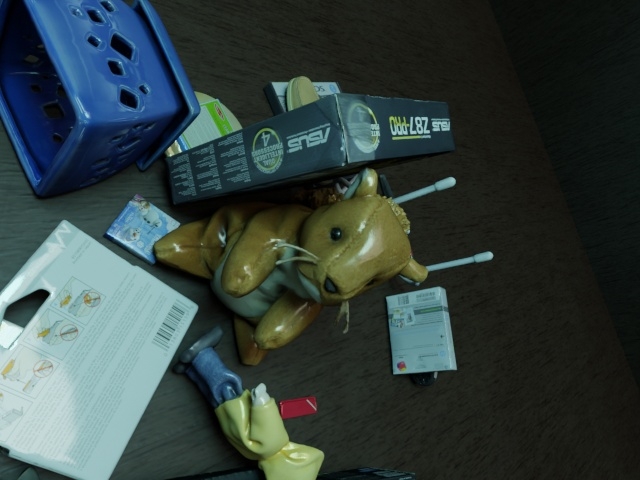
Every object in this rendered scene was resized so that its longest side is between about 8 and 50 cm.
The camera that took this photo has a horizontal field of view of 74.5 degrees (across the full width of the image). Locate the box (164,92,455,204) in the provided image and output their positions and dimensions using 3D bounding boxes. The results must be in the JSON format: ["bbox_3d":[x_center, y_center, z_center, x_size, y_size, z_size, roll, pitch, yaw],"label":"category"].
[{"bbox_3d":[-0.021,-0.147,0.721,0.318,0.395,0.097,-15,97,-49],"label":"box"}]

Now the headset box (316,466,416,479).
[{"bbox_3d":[0.047,0.553,0.703,0.246,0.131,0.283,15,64,-36],"label":"headset box"}]

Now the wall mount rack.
[{"bbox_3d":[0.191,-0.036,0.936,0.130,0.304,0.350,-44,119,-10],"label":"wall mount rack"}]

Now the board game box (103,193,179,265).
[{"bbox_3d":[-0.301,-0.019,0.716,0.090,0.020,0.090,39,52,-24],"label":"board game box"}]

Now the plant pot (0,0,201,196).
[{"bbox_3d":[-0.333,-0.226,0.636,0.212,0.236,0.236,-23,88,-50],"label":"plant pot"}]

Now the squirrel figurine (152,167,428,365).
[{"bbox_3d":[0.000,0.000,0.719,0.397,0.370,0.281,-39,102,-46],"label":"squirrel figurine"}]

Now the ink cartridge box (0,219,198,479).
[{"bbox_3d":[-0.332,0.150,0.577,0.239,0.060,0.275,42,50,-27],"label":"ink cartridge box"}]

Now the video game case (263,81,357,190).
[{"bbox_3d":[0.008,-0.277,1.077,0.248,0.035,0.275,-21,86,-44],"label":"video game case"}]

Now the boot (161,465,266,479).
[{"bbox_3d":[-0.170,0.443,0.585,0.246,0.094,0.207,18,58,-42],"label":"boot"}]

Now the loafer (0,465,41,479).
[{"bbox_3d":[-0.372,0.290,0.482,0.267,0.096,0.084,32,48,-24],"label":"loafer"}]

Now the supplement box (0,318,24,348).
[{"bbox_3d":[-0.425,0.130,0.536,0.098,0.036,0.062,37,53,-24],"label":"supplement box"}]

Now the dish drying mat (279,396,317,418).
[{"bbox_3d":[-0.042,0.320,0.807,0.083,0.008,0.032,8,68,-38],"label":"dish drying mat"}]

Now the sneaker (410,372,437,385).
[{"bbox_3d":[0.266,0.240,1.053,0.097,0.084,0.235,12,65,-38],"label":"sneaker"}]

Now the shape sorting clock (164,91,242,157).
[{"bbox_3d":[-0.226,-0.196,0.839,0.206,0.040,0.206,14,69,-41],"label":"shape sorting clock"}]

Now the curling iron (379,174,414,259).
[{"bbox_3d":[0.204,-0.057,1.155,0.068,0.035,0.274,3,71,-40],"label":"curling iron"}]

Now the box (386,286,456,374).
[{"bbox_3d":[0.233,0.214,0.991,0.038,0.145,0.186,24,56,-48],"label":"box"}]

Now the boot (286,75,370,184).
[{"bbox_3d":[0.032,-0.279,0.933,0.095,0.203,0.262,-8,80,-43],"label":"boot"}]

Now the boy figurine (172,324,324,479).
[{"bbox_3d":[-0.104,0.268,0.646,0.285,0.177,0.092,45,48,8],"label":"boy figurine"}]
